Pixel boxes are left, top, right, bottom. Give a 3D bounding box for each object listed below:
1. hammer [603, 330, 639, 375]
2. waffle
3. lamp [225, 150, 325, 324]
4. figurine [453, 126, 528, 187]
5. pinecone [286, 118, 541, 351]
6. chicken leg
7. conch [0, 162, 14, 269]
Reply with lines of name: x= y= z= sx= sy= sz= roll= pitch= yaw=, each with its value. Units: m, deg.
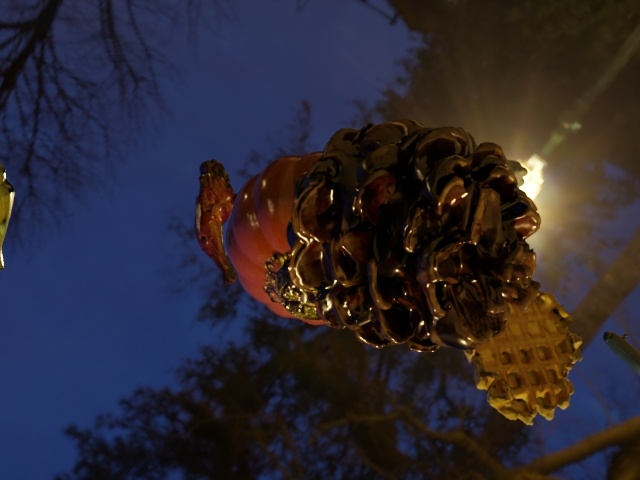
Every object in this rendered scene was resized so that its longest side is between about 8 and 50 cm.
hammer: x=0.541 y=0.215 z=1.709 sx=0.194 sy=0.069 sz=0.116 roll=45 pitch=170 yaw=25
waffle: x=0.328 y=0.167 z=1.763 sx=0.280 sy=0.060 sz=0.262 roll=38 pitch=-128 yaw=-9
lamp: x=0.000 y=0.000 z=1.215 sx=0.223 sy=0.223 sz=0.196 roll=27 pitch=-139 yaw=-17
figurine: x=0.149 y=-0.078 z=1.463 sx=0.338 sy=0.283 sz=0.204 roll=85 pitch=166 yaw=-77
pinecone: x=0.091 y=-0.008 z=0.991 sx=0.243 sy=0.243 sz=0.257 roll=30 pitch=170 yaw=-9
chicken leg: x=-0.172 y=-0.031 z=1.716 sx=0.093 sy=0.205 sz=0.053 roll=12 pitch=-157 yaw=28
conch: x=-0.501 y=-0.055 z=1.545 sx=0.079 sy=0.200 sz=0.095 roll=-2 pitch=179 yaw=26
